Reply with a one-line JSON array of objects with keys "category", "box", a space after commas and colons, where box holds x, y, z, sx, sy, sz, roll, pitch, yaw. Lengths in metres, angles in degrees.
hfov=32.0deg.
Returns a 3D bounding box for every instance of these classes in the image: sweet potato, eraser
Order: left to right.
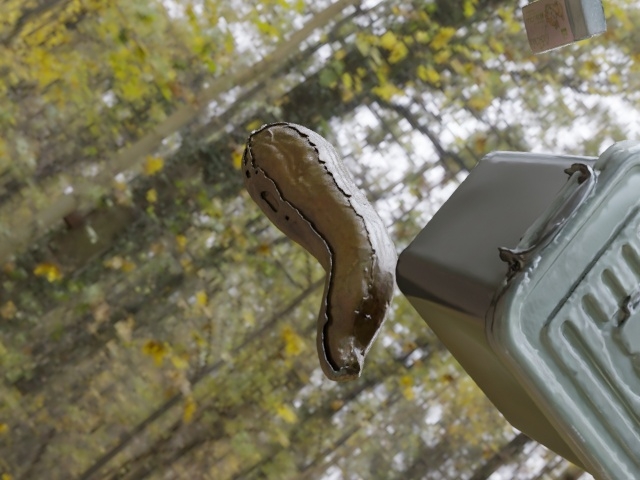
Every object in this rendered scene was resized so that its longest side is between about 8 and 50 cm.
[{"category": "sweet potato", "box": [0.006, -0.002, 0.800, 0.062, 0.081, 0.233, 53, 10, -52]}, {"category": "eraser", "box": [0.171, -0.157, 0.789, 0.083, 0.019, 0.038, -178, -106, -75]}]

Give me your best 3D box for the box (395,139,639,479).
[{"category": "box", "box": [0.169, 0.052, 0.734, 0.243, 0.163, 0.135, 48, -16, -30]}]
